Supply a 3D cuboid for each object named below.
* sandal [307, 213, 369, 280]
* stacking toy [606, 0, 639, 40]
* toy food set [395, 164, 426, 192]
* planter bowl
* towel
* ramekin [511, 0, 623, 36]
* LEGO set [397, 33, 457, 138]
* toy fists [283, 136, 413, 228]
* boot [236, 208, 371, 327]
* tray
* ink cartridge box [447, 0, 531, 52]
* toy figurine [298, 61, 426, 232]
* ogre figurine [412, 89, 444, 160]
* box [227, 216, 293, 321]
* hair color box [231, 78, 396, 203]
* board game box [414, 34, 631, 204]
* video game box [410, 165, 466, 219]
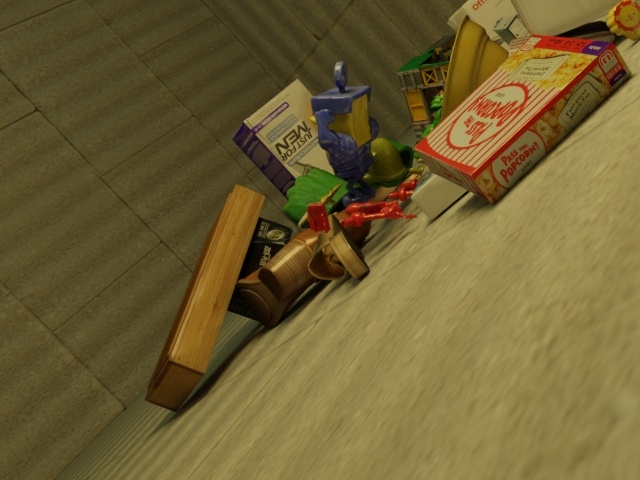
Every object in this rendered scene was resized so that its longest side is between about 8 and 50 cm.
[{"bbox_3d":[0.014,0.023,1.110,0.079,0.088,0.240,-37,9,4],"label":"sandal"},{"bbox_3d":[0.436,-0.324,0.820,0.221,0.052,0.167,-43,4,-9],"label":"stacking toy"},{"bbox_3d":[0.182,-0.121,1.482,0.083,0.020,0.082,-42,3,23],"label":"toy food set"},{"bbox_3d":[0.257,-0.240,1.186,0.217,0.090,0.217,12,-90,-74],"label":"planter bowl"},{"bbox_3d":[0.353,-0.291,1.103,0.144,0.029,0.197,-9,17,19],"label":"towel"},{"bbox_3d":[0.382,-0.389,1.021,0.277,0.135,0.277,-26,12,6],"label":"ramekin"},{"bbox_3d":[0.333,-0.346,1.681,0.254,0.192,0.331,-6,27,30],"label":"LEGO set"},{"bbox_3d":[0.051,-0.114,1.471,0.142,0.096,0.279,27,57,39],"label":"toy fists"},{"bbox_3d":[-0.031,0.040,1.348,0.220,0.109,0.283,-37,-11,-26],"label":"boot"},{"bbox_3d":[-0.223,0.106,1.462,0.203,0.076,0.411,127,162,-51],"label":"tray"},{"bbox_3d":[0.362,-0.403,1.429,0.139,0.191,0.082,-45,5,-12],"label":"ink cartridge box"},{"bbox_3d":[0.078,-0.172,1.146,0.191,0.217,0.362,-5,18,25],"label":"toy figurine"},{"bbox_3d":[0.245,-0.220,1.433,0.118,0.096,0.197,-62,-7,-15],"label":"ogre figurine"},{"bbox_3d":[-0.127,0.062,1.551,0.180,0.077,0.147,117,171,-59],"label":"box"},{"bbox_3d":[-0.013,-0.174,1.687,0.185,0.339,0.110,-45,5,-28],"label":"hair color box"},{"bbox_3d":[0.210,-0.136,0.805,0.193,0.045,0.147,-44,24,0],"label":"board game box"},{"bbox_3d":[0.218,-0.130,0.985,0.205,0.048,0.187,-42,2,24],"label":"video game box"}]
